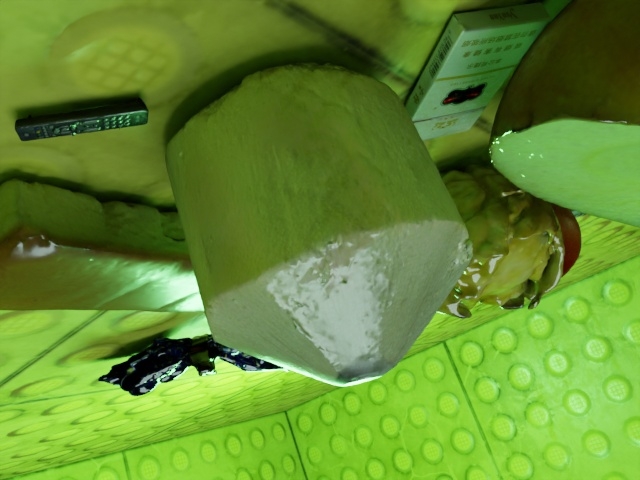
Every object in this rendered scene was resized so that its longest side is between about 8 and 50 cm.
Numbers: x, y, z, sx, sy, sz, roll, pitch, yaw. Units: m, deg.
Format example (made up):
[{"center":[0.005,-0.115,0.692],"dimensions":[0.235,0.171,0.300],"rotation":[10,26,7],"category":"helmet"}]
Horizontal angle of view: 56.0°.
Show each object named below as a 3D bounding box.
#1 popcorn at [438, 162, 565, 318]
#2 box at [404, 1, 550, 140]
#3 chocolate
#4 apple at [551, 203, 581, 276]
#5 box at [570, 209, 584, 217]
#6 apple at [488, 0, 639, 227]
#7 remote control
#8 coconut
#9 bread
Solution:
[{"center":[0.214,0.004,0.829],"dimensions":[0.250,0.190,0.250],"rotation":[-3,148,-2],"category":"popcorn"},{"center":[0.133,-0.150,0.567],"dimensions":[0.090,0.024,0.167],"rotation":[-15,160,-18],"category":"box"},{"center":[-0.224,0.203,1.072],"dimensions":[0.343,0.126,0.148],"rotation":[-10,-163,-8],"category":"chocolate"},{"center":[0.339,0.002,0.993],"dimensions":[0.139,0.163,0.163],"rotation":[-4,156,-33],"category":"apple"},{"center":[0.455,-0.062,1.116],"dimensions":[0.218,0.039,0.055],"rotation":[-16,162,-12],"category":"box"},{"center":[0.286,-0.119,0.551],"dimensions":[0.254,0.179,0.346],"rotation":[-34,152,21],"category":"apple"},{"center":[-0.173,-0.089,0.439],"dimensions":[0.091,0.016,0.034],"rotation":[-13,176,-19],"category":"remote control"},{"center":[0.000,0.000,0.507],"dimensions":[0.239,0.244,0.239],"rotation":[-19,162,-7],"category":"coconut"},{"center":[-0.193,0.021,0.626],"dimensions":[0.138,0.077,0.361],"rotation":[-29,160,26],"category":"bread"}]
